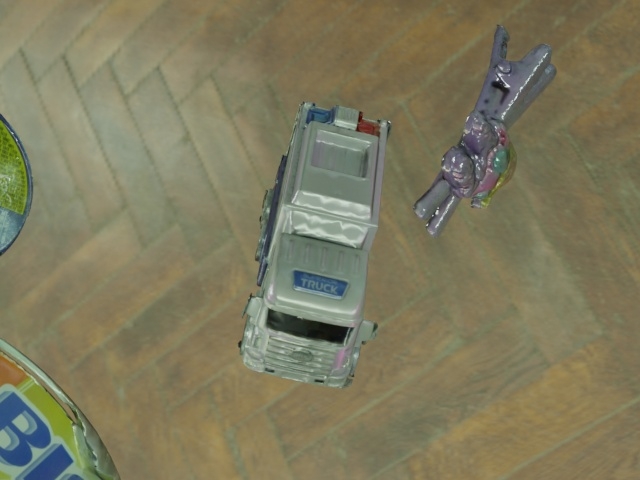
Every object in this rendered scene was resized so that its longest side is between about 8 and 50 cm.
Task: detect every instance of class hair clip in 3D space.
[{"bbox_3d":[0.198,-0.134,1.304,0.090,0.137,0.278,16,73,26],"label":"hair clip"}]

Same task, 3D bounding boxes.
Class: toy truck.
[{"bbox_3d":[0.000,0.000,1.091,0.268,0.124,0.155,-83,7,-46],"label":"toy truck"}]

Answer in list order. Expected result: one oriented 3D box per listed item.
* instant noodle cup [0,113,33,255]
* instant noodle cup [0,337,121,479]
[{"bbox_3d":[-0.646,-0.065,1.718,0.312,0.284,0.284,-13,77,45],"label":"instant noodle cup"},{"bbox_3d":[-0.308,0.215,0.751,0.297,0.214,0.296,14,127,19],"label":"instant noodle cup"}]
